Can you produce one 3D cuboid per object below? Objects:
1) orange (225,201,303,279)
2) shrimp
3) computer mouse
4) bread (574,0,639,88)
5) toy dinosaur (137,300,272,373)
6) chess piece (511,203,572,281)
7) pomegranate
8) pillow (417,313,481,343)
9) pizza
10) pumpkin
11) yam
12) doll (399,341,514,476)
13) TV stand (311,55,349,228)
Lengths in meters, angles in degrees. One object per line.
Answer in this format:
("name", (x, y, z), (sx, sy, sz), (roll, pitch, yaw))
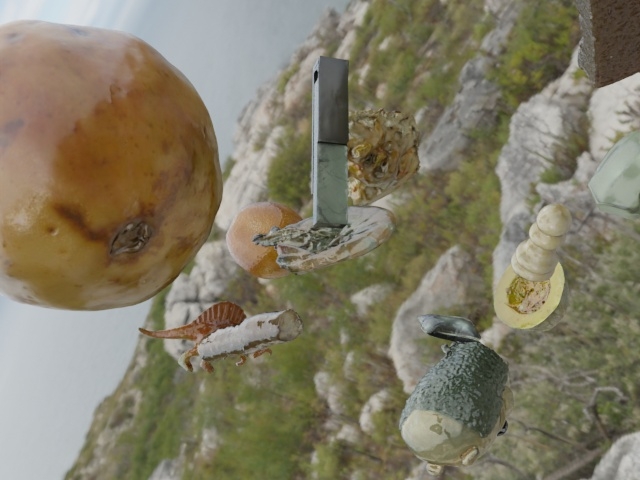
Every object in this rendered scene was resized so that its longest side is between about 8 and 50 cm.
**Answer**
("orange", (-0.131, -0.002, 1.797), (0.206, 0.206, 0.206), (-48, 27, 34))
("shrimp", (-0.001, 0.009, 1.139), (0.254, 0.059, 0.145), (-13, 31, 18))
("computer mouse", (0.860, -0.197, 1.824), (0.228, 0.429, 0.145), (45, 151, 43))
("bread", (0.568, -0.467, 1.384), (0.165, 0.416, 0.113), (-25, 59, 11))
("toy dinosaur", (-0.168, 0.150, 1.175), (0.142, 0.212, 0.057), (-54, 28, 6))
("chess piece", (0.458, 0.000, 1.480), (0.170, 0.094, 0.094), (100, 176, -48))
("pomegranate", (-0.323, -0.101, 0.950), (0.410, 0.410, 0.410), (-48, 27, 34))
("pillow", (0.285, 0.192, 1.613), (0.091, 0.136, 0.055), (-83, 7, -49))
("pizza", (0.110, -0.170, 1.408), (0.189, 0.297, 0.071), (-27, 60, -2))
("pumpkin", (0.570, 0.149, 1.900), (0.217, 0.110, 0.217), (-40, 30, 30))
("yam", (-0.106, 0.141, 1.048), (0.241, 0.057, 0.056), (-25, 44, 49))
("doll", (0.337, 0.383, 1.713), (0.247, 0.247, 0.349), (-44, 6, 41))
("TV stand", (0.014, -0.146, 1.079), (0.040, 0.049, 0.256), (139, 133, -70))
